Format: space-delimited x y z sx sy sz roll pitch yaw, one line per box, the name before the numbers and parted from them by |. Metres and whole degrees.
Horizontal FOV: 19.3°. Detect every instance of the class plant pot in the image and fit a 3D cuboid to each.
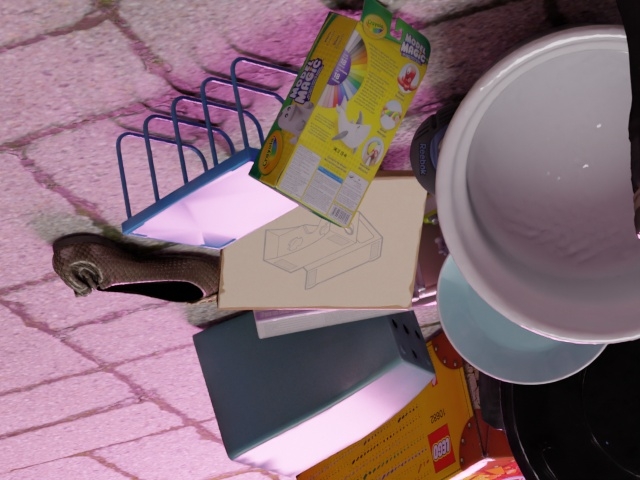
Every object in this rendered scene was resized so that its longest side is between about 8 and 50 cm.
plant pot | 0.003 0.152 2.246 0.234 0.165 0.165 -27 155 18

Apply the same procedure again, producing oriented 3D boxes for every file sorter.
file sorter | -0.085 -0.075 1.668 0.118 0.104 0.170 11 150 -45

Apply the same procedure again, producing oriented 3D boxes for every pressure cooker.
pressure cooker | 0.387 0.166 2.130 0.375 0.370 0.420 -50 171 5

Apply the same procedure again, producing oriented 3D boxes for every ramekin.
ramekin | 0.238 -0.060 1.642 0.277 0.277 0.135 -14 -166 6

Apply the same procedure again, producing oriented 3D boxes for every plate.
plate | 0.212 0.057 1.922 0.188 0.188 0.024 -16 -165 13

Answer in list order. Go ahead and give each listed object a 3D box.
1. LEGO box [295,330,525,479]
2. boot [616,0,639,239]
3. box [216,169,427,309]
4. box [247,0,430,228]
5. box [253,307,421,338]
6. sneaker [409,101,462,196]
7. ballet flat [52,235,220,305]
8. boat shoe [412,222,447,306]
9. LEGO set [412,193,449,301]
LEGO box | 0.238 0.287 2.655 0.373 0.193 0.500 1 156 -28
boot | 0.399 -0.164 1.431 0.377 0.284 0.138 -16 158 16
box | 0.000 0.000 1.882 0.201 0.021 0.164 0 126 -8
box | 0.020 -0.111 1.581 0.043 0.179 0.105 26 177 44
box | 0.081 0.045 2.126 0.324 0.063 0.067 -11 159 -1
sneaker | 0.230 -0.115 1.770 0.297 0.111 0.129 -13 179 8
ballet flat | -0.185 0.045 1.995 0.084 0.058 0.250 -24 156 33
boat shoe | 0.210 0.003 1.994 0.335 0.112 0.095 -29 130 35
LEGO set | 0.108 -0.005 1.947 0.287 0.107 0.132 -14 159 8
